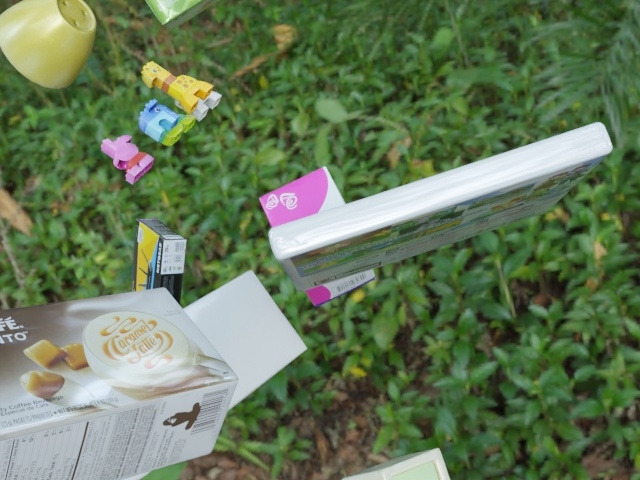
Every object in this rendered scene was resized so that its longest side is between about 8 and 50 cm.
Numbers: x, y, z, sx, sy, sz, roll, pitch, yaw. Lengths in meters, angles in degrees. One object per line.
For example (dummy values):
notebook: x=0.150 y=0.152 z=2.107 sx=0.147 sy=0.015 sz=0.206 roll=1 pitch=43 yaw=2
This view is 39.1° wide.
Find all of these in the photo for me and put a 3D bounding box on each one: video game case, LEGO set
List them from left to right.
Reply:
LEGO set: x=-0.232 y=-0.194 z=1.291 sx=0.093 sy=0.087 sz=0.227 roll=35 pitch=47 yaw=3
video game case: x=0.116 y=-0.024 z=0.972 sx=0.329 sy=0.036 sz=0.300 roll=-18 pitch=-9 yaw=0

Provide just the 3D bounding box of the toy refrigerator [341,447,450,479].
toy refrigerator: x=0.129 y=0.399 z=1.088 sx=0.102 sy=0.269 sz=0.094 roll=-8 pitch=-14 yaw=-39

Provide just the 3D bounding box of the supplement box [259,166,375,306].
supplement box: x=0.000 y=0.000 z=1.355 sx=0.111 sy=0.220 sz=0.114 roll=-25 pitch=67 yaw=0

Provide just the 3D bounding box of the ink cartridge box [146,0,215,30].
ink cartridge box: x=-0.214 y=-0.458 z=1.598 sx=0.189 sy=0.097 sz=0.255 roll=-32 pitch=8 yaw=1

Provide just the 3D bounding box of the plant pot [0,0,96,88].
plant pot: x=-0.375 y=-0.298 z=1.282 sx=0.095 sy=0.134 sz=0.134 roll=-30 pitch=17 yaw=31

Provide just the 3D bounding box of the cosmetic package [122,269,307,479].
cosmetic package: x=-0.207 y=0.197 z=1.217 sx=0.197 sy=0.155 sz=0.365 roll=-39 pitch=-6 yaw=36

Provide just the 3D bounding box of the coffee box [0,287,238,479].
coffee box: x=-0.216 y=0.132 z=0.775 sx=0.246 sy=0.098 sz=0.141 roll=-6 pitch=38 yaw=-42

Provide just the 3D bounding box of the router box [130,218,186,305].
router box: x=-0.288 y=0.064 z=1.582 sx=0.046 sy=0.179 sz=0.133 roll=-2 pitch=17 yaw=-32
